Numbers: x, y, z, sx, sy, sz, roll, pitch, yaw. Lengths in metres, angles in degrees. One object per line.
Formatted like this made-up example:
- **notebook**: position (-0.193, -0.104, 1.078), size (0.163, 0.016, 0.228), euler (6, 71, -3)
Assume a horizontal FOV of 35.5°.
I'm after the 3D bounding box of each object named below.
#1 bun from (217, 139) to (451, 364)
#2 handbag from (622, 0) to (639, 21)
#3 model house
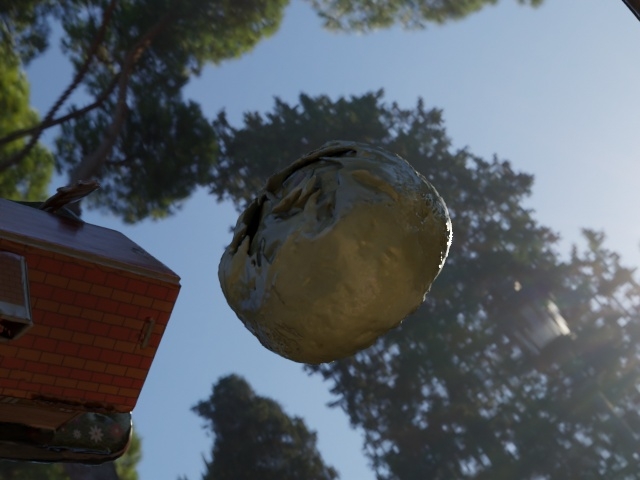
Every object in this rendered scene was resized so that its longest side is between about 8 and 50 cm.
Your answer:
- **bun**: position (0.000, 0.000, 1.031), size (0.259, 0.259, 0.152), euler (-38, -59, 5)
- **handbag**: position (0.198, -0.128, 0.282), size (0.190, 0.251, 0.193), euler (-24, -20, -23)
- **model house**: position (-0.208, 0.012, 0.625), size (0.154, 0.207, 0.294), euler (-32, -35, 34)
